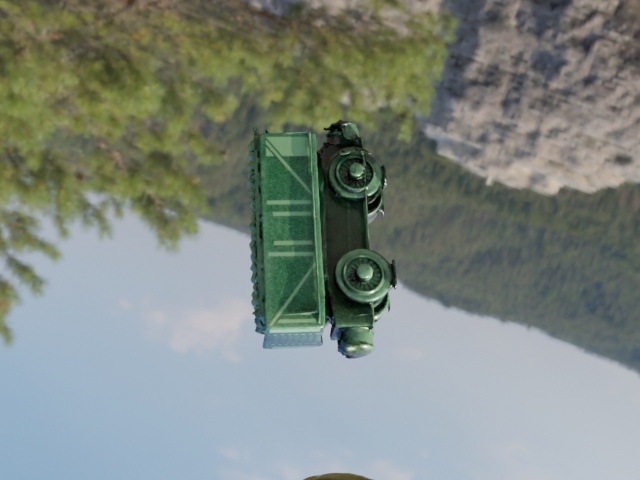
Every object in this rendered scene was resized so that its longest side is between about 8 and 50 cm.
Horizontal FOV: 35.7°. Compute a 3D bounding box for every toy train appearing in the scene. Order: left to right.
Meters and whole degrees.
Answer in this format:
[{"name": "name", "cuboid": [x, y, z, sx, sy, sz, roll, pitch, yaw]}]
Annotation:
[{"name": "toy train", "cuboid": [0.000, 0.000, 1.092, 0.154, 0.269, 0.115, -4, 162, 1]}]

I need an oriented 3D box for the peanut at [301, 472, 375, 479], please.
[{"name": "peanut", "cuboid": [0.076, 0.295, 0.982, 0.274, 0.111, 0.125, 27, 175, -28]}]
